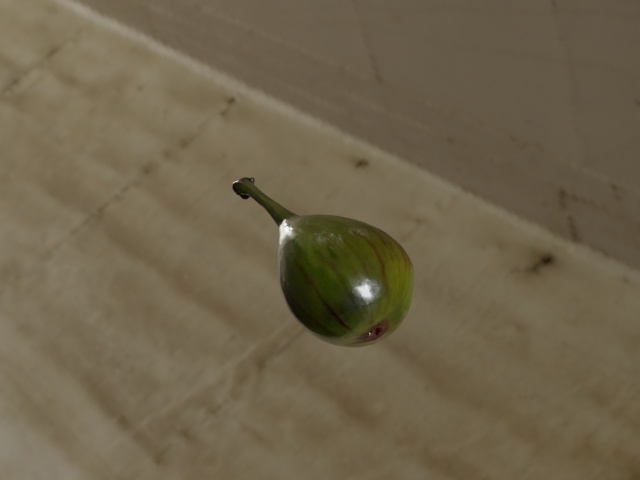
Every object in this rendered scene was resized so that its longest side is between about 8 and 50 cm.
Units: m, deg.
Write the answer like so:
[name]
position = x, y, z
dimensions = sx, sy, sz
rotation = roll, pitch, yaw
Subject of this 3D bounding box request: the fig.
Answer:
[fig]
position = 0.000, 0.000, 1.593
dimensions = 0.259, 0.151, 0.151
rotation = 57, -12, 20
